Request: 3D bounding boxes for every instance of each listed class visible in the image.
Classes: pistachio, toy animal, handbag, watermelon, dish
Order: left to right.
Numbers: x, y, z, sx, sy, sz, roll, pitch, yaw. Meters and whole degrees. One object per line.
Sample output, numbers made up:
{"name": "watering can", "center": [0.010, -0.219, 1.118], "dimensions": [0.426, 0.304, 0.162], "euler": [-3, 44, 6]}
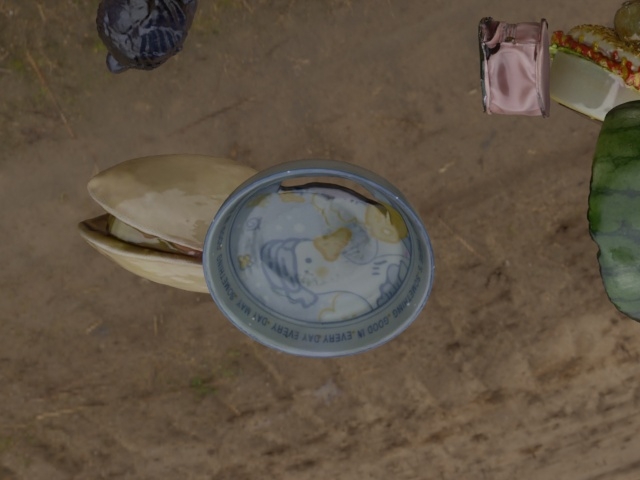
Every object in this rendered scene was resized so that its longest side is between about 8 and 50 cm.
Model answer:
{"name": "toy animal", "center": [-0.215, -0.310, 1.133], "dimensions": [0.185, 0.298, 0.122], "euler": [-46, 106, -11]}
{"name": "pistachio", "center": [-0.176, -0.020, 1.201], "dimensions": [0.318, 0.214, 0.193], "euler": [3, 115, -31]}
{"name": "dish", "center": [0.000, 0.000, 1.055], "dimensions": [0.274, 0.133, 0.273], "euler": [2, 125, 3]}
{"name": "handbag", "center": [0.339, -0.301, 1.493], "dimensions": [0.117, 0.179, 0.205], "euler": [1, 178, 18]}
{"name": "watermelon", "center": [0.527, -0.042, 1.209], "dimensions": [0.331, 0.330, 0.189], "euler": [24, 159, -34]}

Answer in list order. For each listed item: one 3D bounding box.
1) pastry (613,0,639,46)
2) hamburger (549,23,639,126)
{"name": "pastry", "center": [0.581, -0.379, 1.464], "dimensions": [0.153, 0.153, 0.081], "euler": [-4, 96, -10]}
{"name": "hamburger", "center": [0.581, -0.310, 1.672], "dimensions": [0.294, 0.276, 0.179], "euler": [14, 108, -45]}
